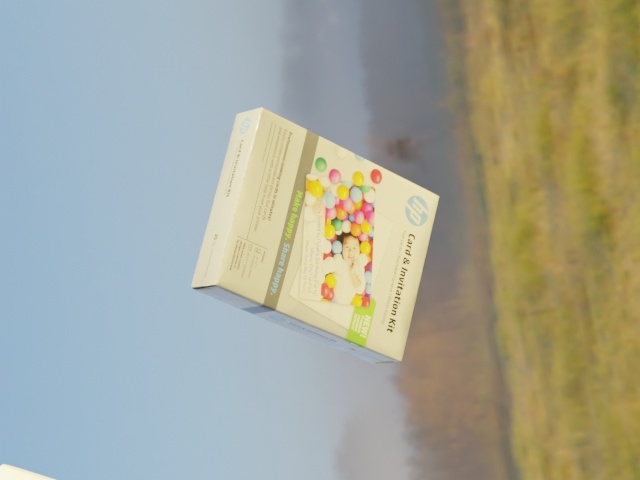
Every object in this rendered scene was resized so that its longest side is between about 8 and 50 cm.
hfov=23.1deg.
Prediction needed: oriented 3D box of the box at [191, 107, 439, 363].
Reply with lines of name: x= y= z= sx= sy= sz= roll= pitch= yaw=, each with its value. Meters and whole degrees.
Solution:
box: x=0.000 y=0.000 z=1.216 sx=0.186 sy=0.038 sz=0.145 roll=26 pitch=-110 yaw=-33

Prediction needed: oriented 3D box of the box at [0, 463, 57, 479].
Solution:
box: x=-0.146 y=0.360 z=1.321 sx=0.168 sy=0.345 sz=0.215 roll=73 pitch=-143 yaw=-56
